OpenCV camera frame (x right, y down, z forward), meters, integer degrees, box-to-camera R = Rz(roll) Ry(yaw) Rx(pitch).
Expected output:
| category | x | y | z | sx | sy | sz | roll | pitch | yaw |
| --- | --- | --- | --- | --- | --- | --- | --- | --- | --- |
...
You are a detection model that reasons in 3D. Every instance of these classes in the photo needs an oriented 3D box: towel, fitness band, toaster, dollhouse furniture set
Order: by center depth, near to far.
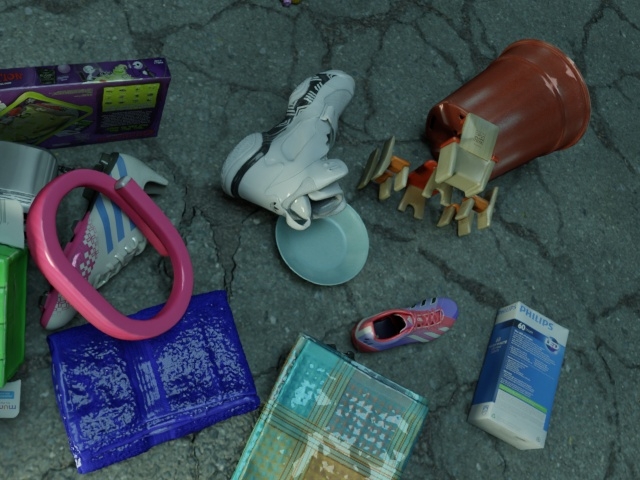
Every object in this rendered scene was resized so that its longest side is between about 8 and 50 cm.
| category | x | y | z | sx | sy | sz | roll | pitch | yaw |
| --- | --- | --- | --- | --- | --- | --- | --- | --- | --- |
| fitness band | -0.313 | 0.022 | 0.966 | 0.291 | 0.054 | 0.209 | 54 | 40 | -26 |
| toaster | -0.512 | -0.072 | 0.989 | 0.227 | 0.129 | 0.146 | 7 | 43 | -22 |
| towel | -0.267 | 0.216 | 1.020 | 0.308 | 0.076 | 0.227 | -14 | 76 | -26 |
| towel | 0.005 | 0.378 | 1.046 | 0.271 | 0.040 | 0.370 | 29 | 73 | -7 |
| dollhouse furniture set | 0.247 | -0.138 | 1.260 | 0.262 | 0.259 | 0.135 | 23 | 73 | -13 |

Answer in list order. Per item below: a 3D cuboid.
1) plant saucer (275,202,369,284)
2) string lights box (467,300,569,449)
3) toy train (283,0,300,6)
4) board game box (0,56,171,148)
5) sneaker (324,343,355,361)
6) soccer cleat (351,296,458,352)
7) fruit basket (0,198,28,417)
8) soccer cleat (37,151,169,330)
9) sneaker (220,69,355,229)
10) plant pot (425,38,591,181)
| category | x | y | z | sx | sy | sz | roll | pitch | yaw |
| --- | --- | --- | --- | --- | --- | --- | --- | --- | --- |
| plant saucer | 0.000 | 0.000 | 1.233 | 0.195 | 0.037 | 0.195 | 8 | 67 | -19 |
| string lights box | 0.403 | 0.270 | 1.260 | 0.133 | 0.077 | 0.259 | 30 | 62 | -8 |
| toy train | -0.069 | -0.611 | 1.445 | 0.166 | 0.046 | 0.125 | -26 | 81 | -27 |
| board game box | -0.439 | -0.221 | 1.053 | 0.347 | 0.208 | 0.056 | -12 | 71 | -26 |
| sneaker | 0.053 | 0.250 | 1.142 | 0.152 | 0.058 | 0.084 | 35 | 70 | 2 |
| soccer cleat | 0.176 | 0.159 | 1.205 | 0.248 | 0.095 | 0.083 | -11 | 74 | -24 |
| fruit basket | -0.600 | 0.089 | 0.872 | 0.353 | 0.165 | 0.327 | 4 | 98 | -4 |
| soccer cleat | -0.353 | 0.005 | 1.050 | 0.143 | 0.116 | 0.331 | 25 | 65 | -23 |
| sneaker | -0.003 | -0.174 | 1.215 | 0.210 | 0.137 | 0.366 | 35 | 64 | 19 |
| plant pot | 0.394 | -0.265 | 1.380 | 0.265 | 0.272 | 0.272 | -31 | 83 | -21 |
